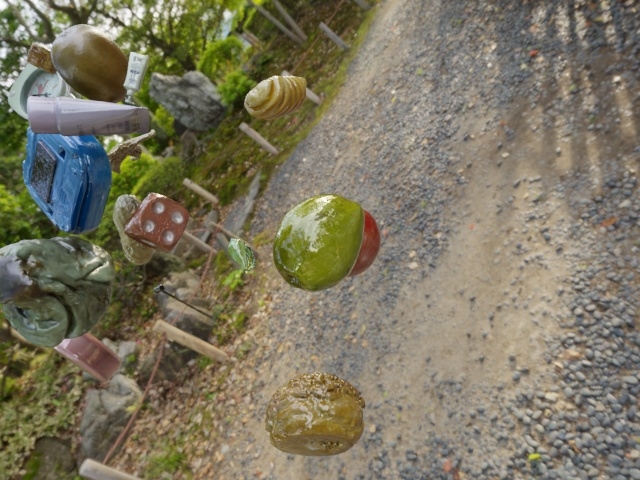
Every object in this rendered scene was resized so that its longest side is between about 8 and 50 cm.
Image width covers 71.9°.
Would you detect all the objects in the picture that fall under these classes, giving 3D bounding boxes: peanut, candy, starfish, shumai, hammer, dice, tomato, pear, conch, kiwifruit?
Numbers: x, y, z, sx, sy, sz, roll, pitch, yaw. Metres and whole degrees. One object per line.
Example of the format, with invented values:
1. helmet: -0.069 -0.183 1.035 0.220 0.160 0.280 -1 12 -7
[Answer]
1. peanut: -0.749 -0.042 1.773 0.130 0.290 0.130 -14 10 2
2. candy: -0.791 0.373 1.480 0.255 0.255 0.094 -23 28 55
3. starfish: -0.779 -0.326 1.706 0.299 0.060 0.302 -32 12 27
4. shumai: -0.714 0.097 1.161 0.304 0.309 0.263 -40 -9 -22
5. hammer: -0.601 0.280 1.958 0.058 0.292 0.029 -24 39 44
6. dice: -0.612 -0.067 1.656 0.175 0.174 0.179 -4 61 58
7. tomato: 0.092 -0.007 1.564 0.265 0.265 0.264 -45 22 24
8. pear: 0.000 0.000 1.281 0.307 0.253 0.253 -55 20 -14
9. conch: -0.326 0.051 1.809 0.200 0.095 0.079 52 132 25
10. kiwifruit: -0.672 -0.517 1.322 0.196 0.234 0.195 -14 58 23

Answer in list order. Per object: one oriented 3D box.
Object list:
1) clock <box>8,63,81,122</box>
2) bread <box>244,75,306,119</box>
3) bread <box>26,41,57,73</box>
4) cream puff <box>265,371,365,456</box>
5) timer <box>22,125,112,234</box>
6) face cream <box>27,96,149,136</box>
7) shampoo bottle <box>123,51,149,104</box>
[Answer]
1. clock: -1.081 -0.573 1.760 0.265 0.324 0.109 -50 -22 4
2. bread: -0.157 -0.514 1.606 0.173 0.121 0.311 -28 9 28
3. bread: -0.876 -0.578 1.399 0.070 0.083 0.076 -61 26 12
4. cream puff: -0.018 0.572 1.470 0.343 0.327 0.231 120 155 -45
5. timer: -0.769 -0.198 1.327 0.115 0.309 0.340 -26 -23 -53
6. face cream: -0.591 -0.316 1.144 0.154 0.274 0.096 145 120 -65
7. shampoo bottle: -0.496 -0.429 1.173 0.034 0.049 0.141 161 121 -77
